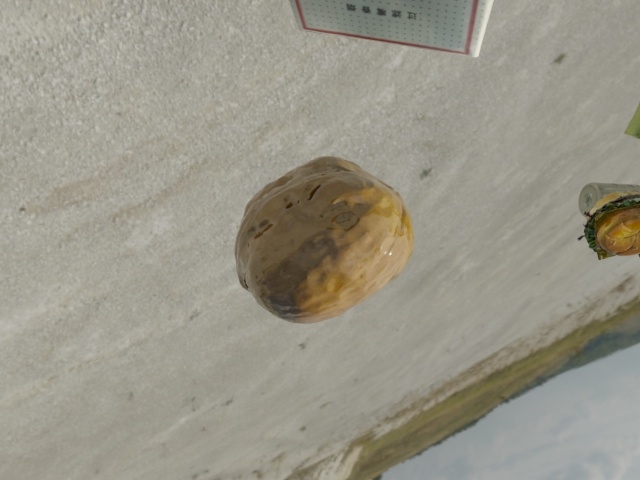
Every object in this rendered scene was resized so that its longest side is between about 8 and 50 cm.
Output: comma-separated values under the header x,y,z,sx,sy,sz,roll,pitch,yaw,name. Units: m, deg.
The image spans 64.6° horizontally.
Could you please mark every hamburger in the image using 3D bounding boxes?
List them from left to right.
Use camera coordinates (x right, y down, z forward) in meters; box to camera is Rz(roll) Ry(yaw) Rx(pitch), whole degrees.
x,y,z,sx,sy,sz,roll,pitch,yaw,name
0.659,-0.040,1.086,0.189,0.093,0.164,-2,135,13,hamburger

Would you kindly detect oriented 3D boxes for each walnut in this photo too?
x,y,z,sx,sy,sz,roll,pitch,yaw,name
0.000,0.000,1.104,0.397,0.354,0.308,-27,115,6,walnut

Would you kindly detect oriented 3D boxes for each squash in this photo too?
x,y,z,sx,sy,sz,roll,pitch,yaw,name
0.923,-0.403,1.393,0.083,0.083,0.250,-4,117,-43,squash

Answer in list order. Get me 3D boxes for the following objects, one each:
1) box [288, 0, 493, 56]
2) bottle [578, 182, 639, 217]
x,y,z,sx,sy,sz,roll,pitch,yaw,name
0.056,-0.298,0.414,0.210,0.095,0.330,15,169,13,box
0.902,-0.113,1.503,0.233,0.110,0.110,2,154,-6,bottle
